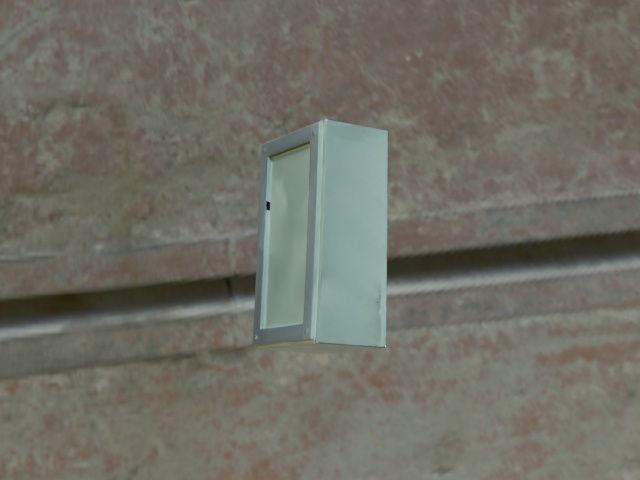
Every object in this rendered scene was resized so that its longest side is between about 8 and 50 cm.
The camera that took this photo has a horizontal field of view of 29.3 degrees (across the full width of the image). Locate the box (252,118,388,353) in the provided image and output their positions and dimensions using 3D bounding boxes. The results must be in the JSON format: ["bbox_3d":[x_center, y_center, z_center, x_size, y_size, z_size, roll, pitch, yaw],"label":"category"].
[{"bbox_3d":[0.000,0.000,1.265,0.086,0.129,0.225,7,79,-30],"label":"box"}]
